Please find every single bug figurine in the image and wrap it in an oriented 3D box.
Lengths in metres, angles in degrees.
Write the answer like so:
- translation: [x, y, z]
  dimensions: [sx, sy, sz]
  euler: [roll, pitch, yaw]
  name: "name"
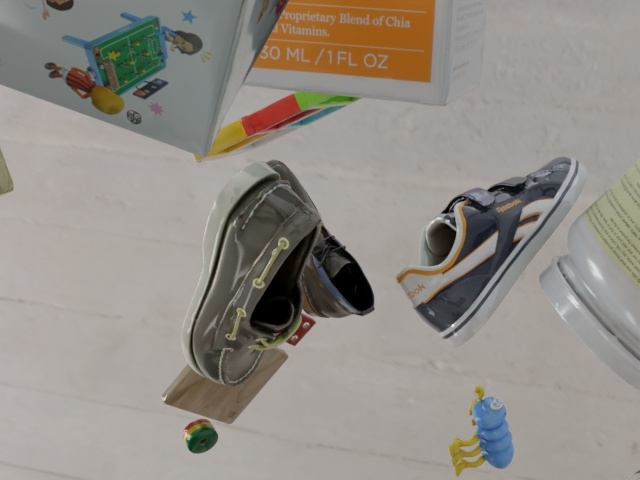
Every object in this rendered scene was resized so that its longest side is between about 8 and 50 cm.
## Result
- translation: [0.159, 0.297, 1.268]
  dimensions: [0.072, 0.216, 0.279]
  euler: [-1, 33, 29]
  name: "bug figurine"

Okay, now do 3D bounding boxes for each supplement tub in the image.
- translation: [0.443, 0.002, 1.456]
  dimensions: [0.325, 0.235, 0.235]
  euler: [-46, 69, 17]
  name: "supplement tub"

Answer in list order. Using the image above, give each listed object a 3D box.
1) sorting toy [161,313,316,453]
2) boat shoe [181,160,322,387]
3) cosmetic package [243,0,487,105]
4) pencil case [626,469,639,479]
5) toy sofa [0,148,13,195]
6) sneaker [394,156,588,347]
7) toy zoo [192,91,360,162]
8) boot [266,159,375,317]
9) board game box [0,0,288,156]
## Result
- translation: [-0.129, 0.167, 1.668]
  dimensions: [0.274, 0.132, 0.046]
  euler: [-50, 46, 14]
  name: "sorting toy"
- translation: [-0.067, 0.058, 1.235]
  dimensions: [0.091, 0.305, 0.109]
  euler: [36, 50, 20]
  name: "boat shoe"
- translation: [0.039, -0.364, 1.129]
  dimensions: [0.230, 0.161, 0.453]
  euler: [7, 105, 18]
  name: "cosmetic package"
- translation: [0.310, 0.093, 0.762]
  dimensions: [0.410, 0.183, 0.160]
  euler: [-49, 113, -17]
  name: "pencil case"
- translation: [-0.458, -0.072, 1.031]
  dimensions: [0.150, 0.362, 0.177]
  euler: [-17, 94, 41]
  name: "toy sofa"
- translation: [0.218, -0.020, 1.561]
  dimensions: [0.127, 0.126, 0.321]
  euler: [42, 60, -1]
  name: "sneaker"
- translation: [-0.064, -0.174, 1.800]
  dimensions: [0.293, 0.192, 0.030]
  euler: [-23, 90, 22]
  name: "toy zoo"
- translation: [0.000, 0.000, 1.516]
  dimensions: [0.082, 0.219, 0.106]
  euler: [-36, 24, -29]
  name: "boot"
- translation: [-0.152, -0.178, 0.553]
  dimensions: [0.303, 0.097, 0.224]
  euler: [19, 40, 0]
  name: "board game box"
